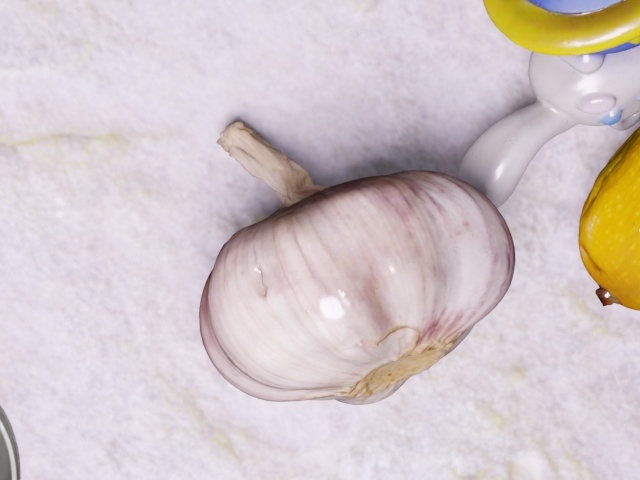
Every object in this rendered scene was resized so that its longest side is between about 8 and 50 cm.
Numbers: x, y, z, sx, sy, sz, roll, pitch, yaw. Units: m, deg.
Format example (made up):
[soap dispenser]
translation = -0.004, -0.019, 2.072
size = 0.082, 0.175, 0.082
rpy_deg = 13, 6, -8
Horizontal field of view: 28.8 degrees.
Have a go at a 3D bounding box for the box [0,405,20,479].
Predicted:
[box]
translation = -0.357, 0.207, 0.967
size = 0.226, 0.149, 0.226
rpy_deg = -1, 103, -5

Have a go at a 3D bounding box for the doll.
[doll]
translation = 0.188, -0.168, 0.935
size = 0.311, 0.242, 0.159
rpy_deg = -46, 68, 6

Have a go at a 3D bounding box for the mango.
[mango]
translation = 0.359, -0.069, 0.974
size = 0.359, 0.144, 0.187
rpy_deg = -33, 119, 1

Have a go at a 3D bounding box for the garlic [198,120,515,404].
[garlic]
translation = 0.000, 0.000, 0.946
size = 0.245, 0.245, 0.253
rpy_deg = -33, 70, 2
